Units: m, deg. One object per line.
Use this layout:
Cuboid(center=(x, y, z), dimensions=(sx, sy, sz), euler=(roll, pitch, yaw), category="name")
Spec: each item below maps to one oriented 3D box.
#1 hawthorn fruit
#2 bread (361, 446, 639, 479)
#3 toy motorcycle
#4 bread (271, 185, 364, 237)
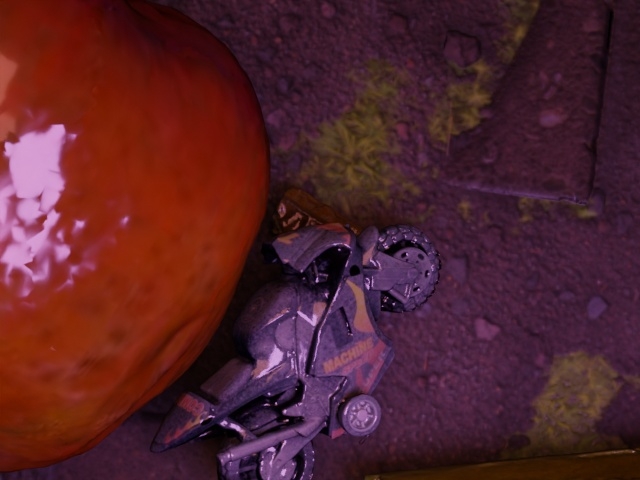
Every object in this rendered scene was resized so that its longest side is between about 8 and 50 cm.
Cuboid(center=(-0.276, -0.031, 1.165), dimensions=(0.472, 0.472, 0.471), euler=(0, 79, 0), category="hawthorn fruit")
Cuboid(center=(0.233, 0.294, 1.189), dimensions=(0.377, 0.251, 0.208), euler=(-8, 107, -2), category="bread")
Cuboid(center=(-0.017, 0.094, 1.251), dimensions=(0.173, 0.108, 0.307), euler=(40, 78, -26), category="toy motorcycle")
Cuboid(center=(0.000, 0.000, 1.334), dimensions=(0.110, 0.060, 0.066), euler=(34, 51, 5), category="bread")
